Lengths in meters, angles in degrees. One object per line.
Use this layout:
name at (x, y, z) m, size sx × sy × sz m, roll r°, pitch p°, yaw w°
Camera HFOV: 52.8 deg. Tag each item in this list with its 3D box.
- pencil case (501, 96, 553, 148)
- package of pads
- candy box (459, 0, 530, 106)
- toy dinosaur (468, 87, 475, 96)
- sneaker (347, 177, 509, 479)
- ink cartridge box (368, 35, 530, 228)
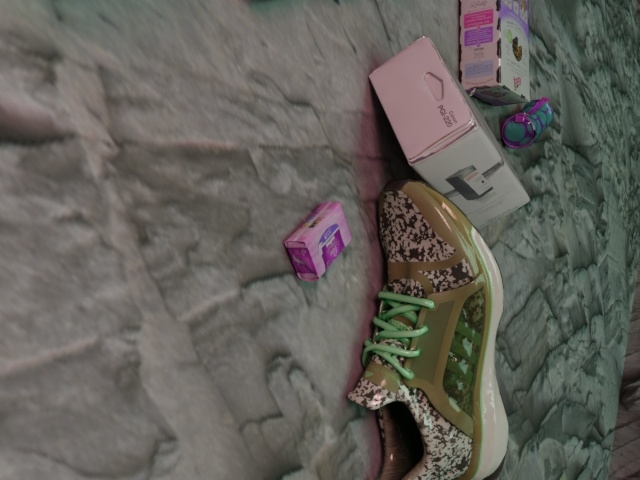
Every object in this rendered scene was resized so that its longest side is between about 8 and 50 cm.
pencil case at (0.402, -0.228, 1.246) m, size 0.152 × 0.065 × 0.070 m, roll -37°, pitch 145°, yaw -50°
package of pads at (0.000, 0.000, 0.681) m, size 0.083 × 0.032 × 0.050 m, roll -49°, pitch 127°, yaw -44°
candy box at (0.294, -0.336, 1.081) m, size 0.165 × 0.070 × 0.196 m, roll 0°, pitch 90°, yaw -56°
toy dinosaur at (0.188, -0.204, 0.972) m, size 0.090 × 0.047 × 0.082 m, roll -54°, pitch 153°, yaw 6°
sneaker at (0.113, 0.132, 0.771) m, size 0.182 × 0.158 × 0.410 m, roll -18°, pitch 100°, yaw -37°
ink cartridge box at (0.168, -0.129, 0.823) m, size 0.218 × 0.092 × 0.158 m, roll 35°, pitch 30°, yaw -52°
